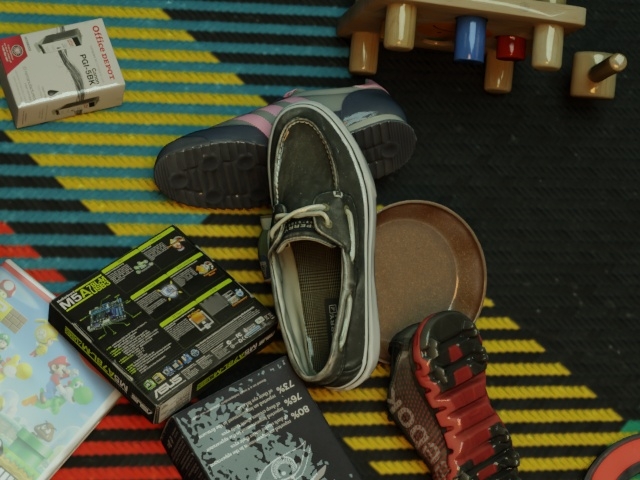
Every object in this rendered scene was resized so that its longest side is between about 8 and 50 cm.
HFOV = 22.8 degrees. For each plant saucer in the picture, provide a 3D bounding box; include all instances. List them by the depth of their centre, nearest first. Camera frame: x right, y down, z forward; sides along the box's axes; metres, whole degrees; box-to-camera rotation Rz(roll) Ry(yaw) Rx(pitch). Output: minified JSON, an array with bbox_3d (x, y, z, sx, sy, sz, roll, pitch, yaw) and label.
[{"bbox_3d":[0.102,0.049,1.882,0.198,0.036,0.199,-2,96,-22],"label":"plant saucer"}]

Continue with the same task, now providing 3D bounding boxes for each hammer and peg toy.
[{"bbox_3d":[0.220,-0.264,1.953,0.361,0.266,0.127,6,86,-10],"label":"hammer and peg toy"}]

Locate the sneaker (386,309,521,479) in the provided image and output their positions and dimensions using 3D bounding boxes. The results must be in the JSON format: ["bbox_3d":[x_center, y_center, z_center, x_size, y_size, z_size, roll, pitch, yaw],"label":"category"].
[{"bbox_3d":[0.146,0.215,1.828,0.097,0.135,0.276,-20,97,-33],"label":"sneaker"}]

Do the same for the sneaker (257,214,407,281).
[{"bbox_3d":[0.013,0.024,1.897,0.192,0.064,0.086,9,85,-19],"label":"sneaker"}]

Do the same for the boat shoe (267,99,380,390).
[{"bbox_3d":[0.000,0.000,1.772,0.121,0.119,0.335,-14,80,19],"label":"boat shoe"}]

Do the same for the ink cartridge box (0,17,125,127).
[{"bbox_3d":[-0.313,-0.202,1.907,0.135,0.056,0.099,-16,72,-19],"label":"ink cartridge box"}]

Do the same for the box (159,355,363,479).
[{"bbox_3d":[-0.058,0.258,1.750,0.153,0.108,0.207,-26,76,-22],"label":"box"}]

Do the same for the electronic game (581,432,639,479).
[{"bbox_3d":[0.408,0.336,1.866,0.229,0.048,0.229,5,67,-12],"label":"electronic game"}]

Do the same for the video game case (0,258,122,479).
[{"bbox_3d":[-0.363,0.183,1.752,0.204,0.025,0.285,38,64,4],"label":"video game case"}]

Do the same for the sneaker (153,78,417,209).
[{"bbox_3d":[-0.053,-0.123,1.930,0.319,0.112,0.131,-8,43,-13],"label":"sneaker"}]

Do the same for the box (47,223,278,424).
[{"bbox_3d":[-0.176,0.090,1.788,0.184,0.045,0.190,39,53,23],"label":"box"}]
